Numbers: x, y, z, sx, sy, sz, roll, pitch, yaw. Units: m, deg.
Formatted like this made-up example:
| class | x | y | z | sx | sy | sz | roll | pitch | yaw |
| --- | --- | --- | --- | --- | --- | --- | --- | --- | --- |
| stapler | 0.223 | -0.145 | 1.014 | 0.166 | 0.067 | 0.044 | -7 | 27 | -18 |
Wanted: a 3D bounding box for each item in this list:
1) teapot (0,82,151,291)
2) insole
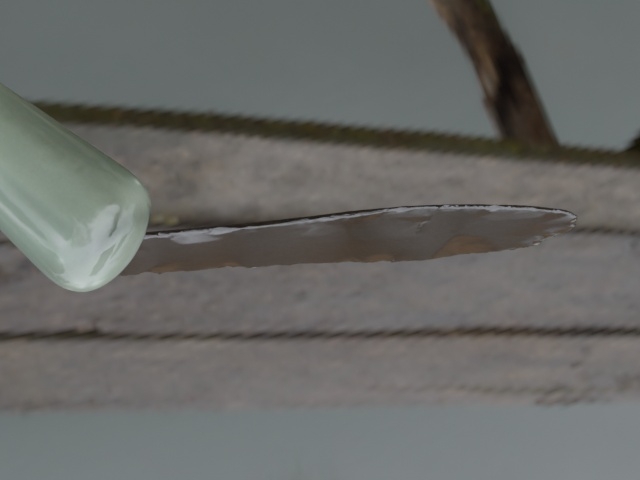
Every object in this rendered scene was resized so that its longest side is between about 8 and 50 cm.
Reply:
| class | x | y | z | sx | sy | sz | roll | pitch | yaw |
| --- | --- | --- | --- | --- | --- | --- | --- | --- | --- |
| teapot | -0.224 | -0.110 | 0.804 | 0.318 | 0.149 | 0.220 | 12 | 146 | 25 |
| insole | 0.000 | 0.000 | 1.119 | 0.328 | 0.007 | 0.111 | -4 | 162 | -6 |
